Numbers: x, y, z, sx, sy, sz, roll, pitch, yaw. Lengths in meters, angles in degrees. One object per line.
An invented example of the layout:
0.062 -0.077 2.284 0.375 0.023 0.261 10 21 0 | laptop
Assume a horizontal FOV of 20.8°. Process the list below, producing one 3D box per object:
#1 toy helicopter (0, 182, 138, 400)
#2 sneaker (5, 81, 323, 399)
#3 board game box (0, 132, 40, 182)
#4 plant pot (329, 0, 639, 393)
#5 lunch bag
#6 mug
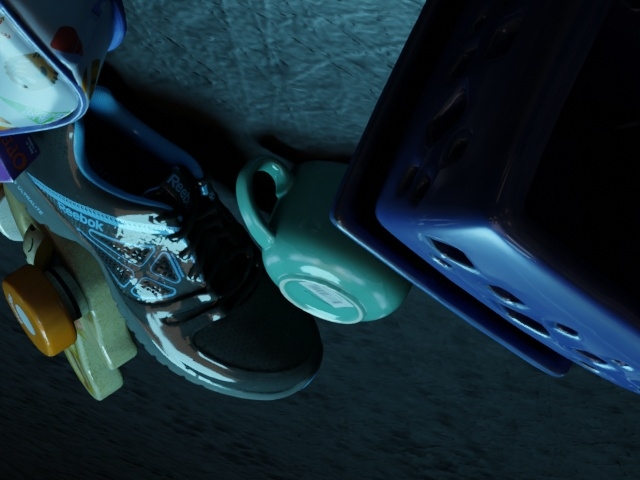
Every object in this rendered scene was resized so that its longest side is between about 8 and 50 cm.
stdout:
-0.250 0.043 1.690 0.235 0.140 0.355 49 160 24 | toy helicopter
-0.123 0.006 1.465 0.341 0.125 0.139 42 150 -11 | sneaker
-0.411 -0.140 1.451 0.346 0.056 0.208 0 132 35 | board game box
0.155 -0.049 1.011 0.236 0.236 0.212 34 161 -28 | plant pot
-0.293 -0.196 1.176 0.243 0.115 0.303 -2 140 33 | lunch bag
0.005 0.005 1.439 0.157 0.097 0.129 16 157 14 | mug
